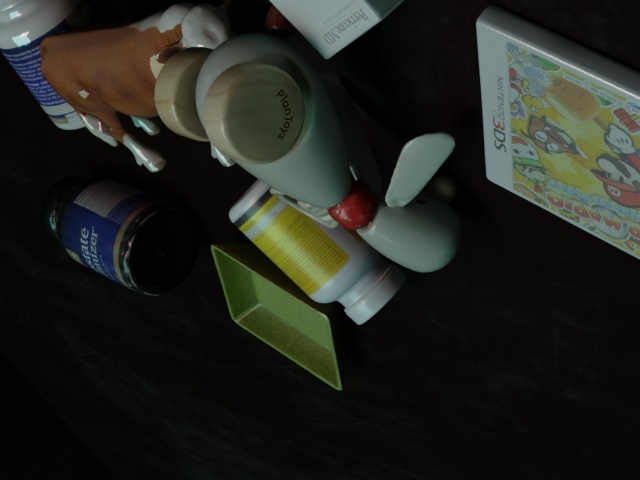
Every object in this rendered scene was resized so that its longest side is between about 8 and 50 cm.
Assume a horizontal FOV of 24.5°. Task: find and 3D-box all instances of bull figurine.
[{"bbox_3d":[-0.152,-0.162,1.491,0.310,0.101,0.188,5,141,42],"label":"bull figurine"}]

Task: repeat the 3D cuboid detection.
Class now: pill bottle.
[{"bbox_3d":[-0.269,-0.014,1.942,0.219,0.123,0.123,21,150,43],"label":"pill bottle"},{"bbox_3d":[0.000,0.000,1.559,0.184,0.103,0.103,44,157,-5],"label":"pill bottle"},{"bbox_3d":[-0.295,-0.225,1.622,0.112,0.112,0.187,14,145,48],"label":"pill bottle"}]

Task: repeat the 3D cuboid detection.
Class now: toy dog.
[{"bbox_3d":[0.011,-0.108,1.316,0.220,0.161,0.333,29,178,35],"label":"toy dog"}]

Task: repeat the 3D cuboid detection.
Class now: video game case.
[{"bbox_3d":[0.225,-0.068,1.175,0.227,0.026,0.206,30,155,26],"label":"video game case"}]

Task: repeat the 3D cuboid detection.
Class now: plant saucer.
[{"bbox_3d":[-0.041,0.085,1.852,0.188,0.045,0.188,32,155,24],"label":"plant saucer"}]

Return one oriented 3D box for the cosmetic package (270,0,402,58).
[{"bbox_3d":[-0.028,-0.262,1.163,0.231,0.085,0.117,47,157,-8],"label":"cosmetic package"}]
